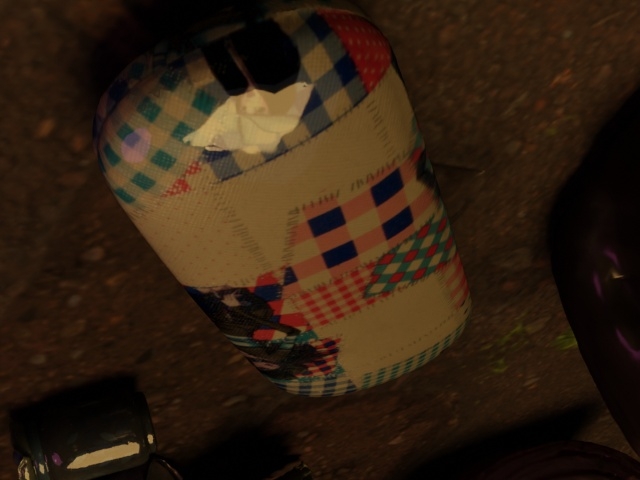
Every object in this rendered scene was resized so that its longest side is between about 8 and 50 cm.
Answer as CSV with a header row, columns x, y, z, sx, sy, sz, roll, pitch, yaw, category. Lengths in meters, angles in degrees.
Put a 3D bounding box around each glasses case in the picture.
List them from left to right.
x,y,z,sx,sy,sz,roll,pitch,yaw,category
0.000,0.000,0.531,0.125,0.076,0.327,-23,151,4,glasses case

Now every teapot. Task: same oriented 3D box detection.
x,y,z,sx,sy,sz,roll,pitch,yaw,category
-0.145,0.116,0.662,0.083,0.063,0.049,-13,118,-13,teapot

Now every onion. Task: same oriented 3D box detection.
x,y,z,sx,sy,sz,roll,pitch,yaw,category
0.171,0.265,1.066,0.250,0.111,0.247,-27,169,-19,onion

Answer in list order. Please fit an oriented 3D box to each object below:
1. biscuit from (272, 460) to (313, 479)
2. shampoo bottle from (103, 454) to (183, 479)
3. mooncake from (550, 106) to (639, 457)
x,y,z,sx,sy,sz,roll,pitch,yaw,category
-0.082,0.221,0.847,0.203,0.016,0.144,-32,173,20,biscuit
-0.194,0.229,0.783,0.214,0.072,0.072,-29,150,11,shampoo bottle
0.345,0.020,0.691,0.381,0.212,0.350,-16,156,-8,mooncake
